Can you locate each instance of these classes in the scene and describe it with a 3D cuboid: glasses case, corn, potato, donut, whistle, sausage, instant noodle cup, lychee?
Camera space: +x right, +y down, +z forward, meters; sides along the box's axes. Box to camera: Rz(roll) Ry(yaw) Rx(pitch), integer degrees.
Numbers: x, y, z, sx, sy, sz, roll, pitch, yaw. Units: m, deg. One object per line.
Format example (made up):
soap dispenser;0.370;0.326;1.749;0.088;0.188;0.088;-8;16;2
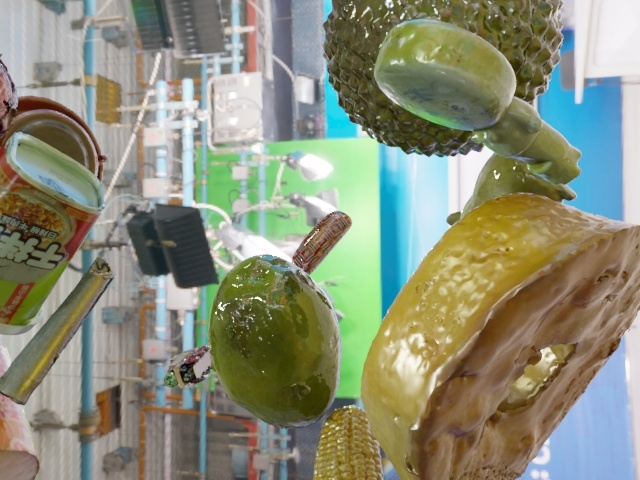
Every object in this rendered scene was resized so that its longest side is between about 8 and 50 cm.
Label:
glasses case;0.000;0.000;1.514;0.194;0.073;0.049;-50;-24;-12
corn;0.033;0.344;0.714;0.102;0.101;0.313;71;-166;-51
potato;-0.063;0.144;0.824;0.148;0.186;0.253;-119;8;-78
donut;0.144;0.085;0.481;0.277;0.108;0.278;-26;-45;-29
whistle;0.130;-0.104;0.457;0.104;0.198;0.057;18;85;65
whistle;-0.514;0.170;1.185;0.068;0.057;0.327;76;-148;-48
sausage;-0.696;0.359;1.157;0.287;0.233;0.233;56;176;31
instant noodle cup;-0.598;-0.023;1.169;0.308;0.294;0.294;-49;-10;11
lychee;0.132;-0.227;0.683;0.320;0.269;0.270;-83;-10;-78

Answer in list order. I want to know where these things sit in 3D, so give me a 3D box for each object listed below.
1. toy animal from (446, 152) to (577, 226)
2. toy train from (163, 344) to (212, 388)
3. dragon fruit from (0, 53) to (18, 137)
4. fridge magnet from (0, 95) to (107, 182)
toy animal;0.396;-0.057;1.294;0.363;0.180;0.181;109;169;-49
toy train;-0.257;0.247;1.158;0.138;0.086;0.050;-53;-55;-82
dragon fruit;-0.820;-0.327;1.367;0.299;0.244;0.244;52;175;29
fridge magnet;-0.762;-0.213;1.626;0.363;0.155;0.364;-1;-89;-46
